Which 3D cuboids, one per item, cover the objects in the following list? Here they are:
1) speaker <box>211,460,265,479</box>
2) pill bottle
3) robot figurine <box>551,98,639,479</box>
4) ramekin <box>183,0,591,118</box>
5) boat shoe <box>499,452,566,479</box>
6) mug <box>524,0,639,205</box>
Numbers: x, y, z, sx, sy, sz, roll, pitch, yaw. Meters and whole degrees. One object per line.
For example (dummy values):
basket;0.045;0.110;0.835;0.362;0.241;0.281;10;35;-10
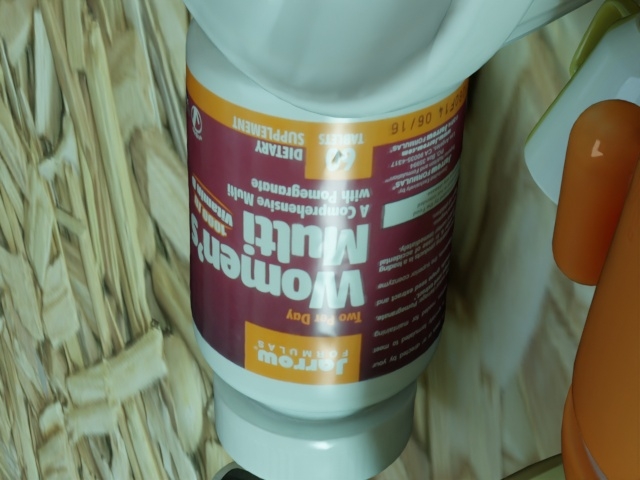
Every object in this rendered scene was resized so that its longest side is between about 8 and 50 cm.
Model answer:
speaker;-0.018;0.168;0.833;0.136;0.055;0.055;-2;105;61
pill bottle;0.000;0.000;0.625;0.121;0.121;0.221;41;140;43
robot figurine;0.139;0.028;0.389;0.158;0.128;0.219;14;130;7
ramekin;0.029;-0.186;0.455;0.273;0.127;0.273;38;137;47
boat shoe;0.083;0.194;0.605;0.098;0.109;0.302;60;156;31
mug;0.106;-0.049;0.474;0.078;0.062;0.064;47;136;27
